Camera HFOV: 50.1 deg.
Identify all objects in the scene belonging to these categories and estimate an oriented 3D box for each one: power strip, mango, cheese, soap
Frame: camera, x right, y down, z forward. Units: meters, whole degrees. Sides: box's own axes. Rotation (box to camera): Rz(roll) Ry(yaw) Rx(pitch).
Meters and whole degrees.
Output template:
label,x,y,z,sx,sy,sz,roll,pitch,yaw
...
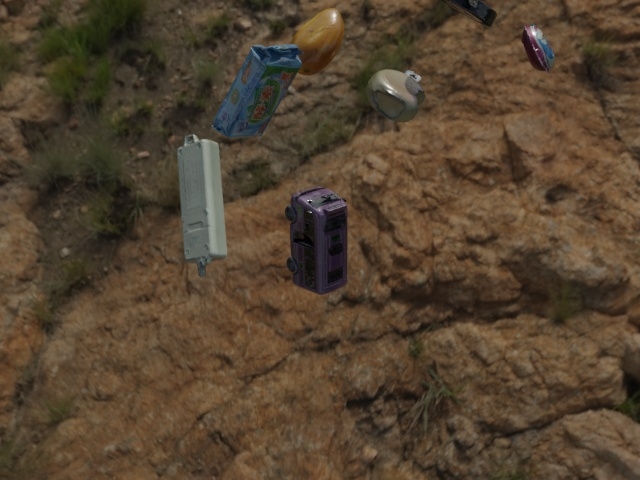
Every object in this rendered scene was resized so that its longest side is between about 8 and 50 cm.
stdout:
label,x,y,z,sx,sy,sz,roll,pitch,yaw
power strip,-0.279,-0.082,1.605,0.098,0.058,0.339,-12,78,33
mango,-0.009,-0.585,2.004,0.144,0.112,0.219,34,91,36
cheese,0.367,-0.330,1.160,0.038,0.095,0.145,-24,22,27
soap,-0.160,-0.376,1.741,0.077,0.293,0.156,44,30,19
cheese,0.227,-0.421,1.901,0.163,0.082,0.286,36,37,5

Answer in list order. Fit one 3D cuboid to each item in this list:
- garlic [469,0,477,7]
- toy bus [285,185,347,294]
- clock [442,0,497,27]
label,x,y,z,sx,sy,sz,roll,pitch,yaw
garlic,0.400,-0.676,1.702,0.131,0.127,0.194,26,81,4
toy bus,0.000,0.000,1.218,0.086,0.178,0.098,-20,30,-36
clock,0.386,-0.628,1.818,0.184,0.184,0.040,36,107,17
